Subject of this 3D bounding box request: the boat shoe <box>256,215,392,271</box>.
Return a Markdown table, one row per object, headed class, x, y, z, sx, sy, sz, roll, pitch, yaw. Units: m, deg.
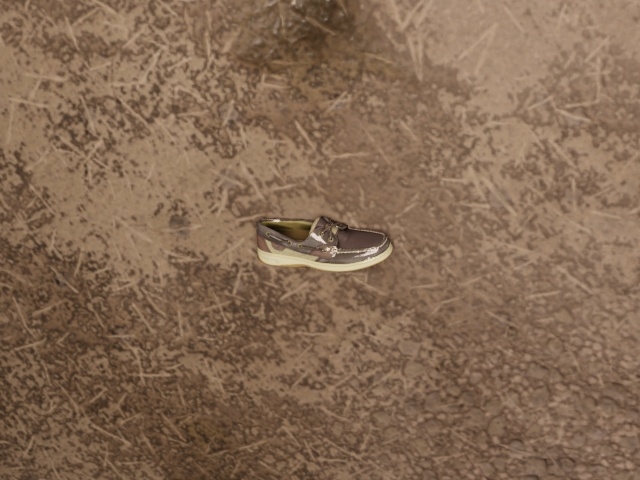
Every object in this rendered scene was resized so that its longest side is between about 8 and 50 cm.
| class | x | y | z | sx | sy | sz | roll | pitch | yaw |
| --- | --- | --- | --- | --- | --- | --- | --- | --- | --- |
| boat shoe | 0.000 | 0.000 | 1.230 | 0.152 | 0.056 | 0.049 | -2 | 122 | 18 |
